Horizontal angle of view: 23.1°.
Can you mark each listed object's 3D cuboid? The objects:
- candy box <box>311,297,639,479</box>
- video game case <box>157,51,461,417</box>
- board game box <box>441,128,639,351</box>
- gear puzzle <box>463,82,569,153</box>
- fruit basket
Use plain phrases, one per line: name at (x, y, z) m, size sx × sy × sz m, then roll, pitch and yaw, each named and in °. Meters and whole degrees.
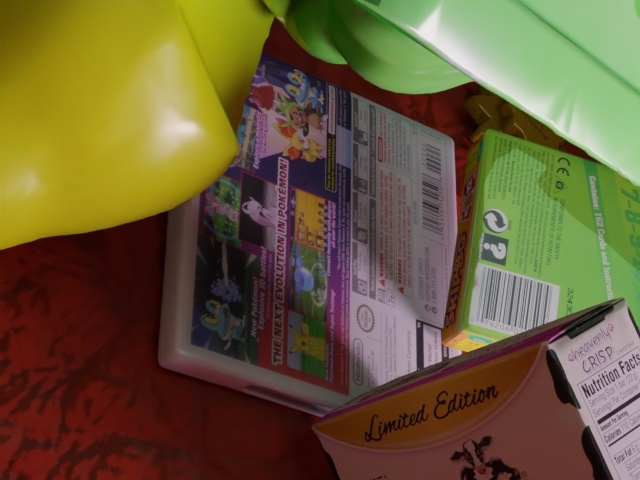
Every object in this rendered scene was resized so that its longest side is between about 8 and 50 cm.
candy box at (0.113, 0.162, 0.729) m, size 0.071 × 0.159 × 0.233 m, roll -22°, pitch 87°, yaw -46°
video game case at (0.000, 0.000, 0.842) m, size 0.183 × 0.023 × 0.201 m, roll 21°, pitch 54°, yaw -30°
board game box at (0.200, 0.031, 0.889) m, size 0.260 × 0.039 × 0.124 m, roll 15°, pitch 67°, yaw -11°
gear puzzle at (0.101, -0.185, 1.020) m, size 0.175 × 0.044 × 0.338 m, roll 9°, pitch 61°, yaw -37°
fruit basket at (-0.046, -0.124, 0.708) m, size 0.283 × 0.392 × 0.392 m, roll 24°, pitch 50°, yaw -50°
